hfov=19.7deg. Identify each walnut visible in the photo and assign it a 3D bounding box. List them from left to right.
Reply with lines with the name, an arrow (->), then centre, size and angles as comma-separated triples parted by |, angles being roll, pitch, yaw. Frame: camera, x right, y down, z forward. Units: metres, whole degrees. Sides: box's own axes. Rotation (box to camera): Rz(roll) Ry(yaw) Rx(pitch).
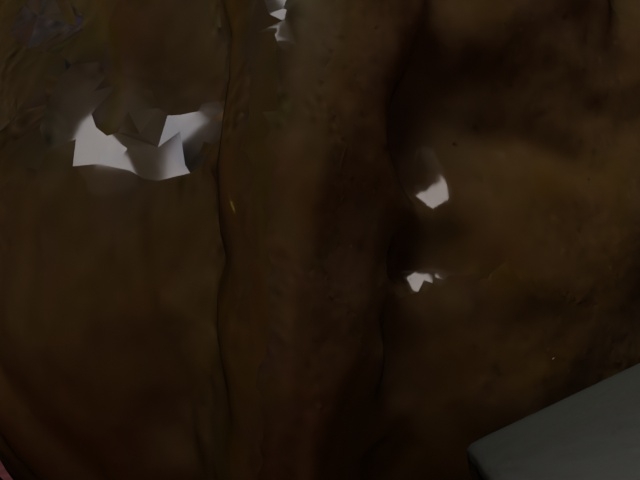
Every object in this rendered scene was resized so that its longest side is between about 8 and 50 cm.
walnut -> 0.008, -0.011, 0.841 | 0.384, 0.383, 0.383 | -12, 19, 4

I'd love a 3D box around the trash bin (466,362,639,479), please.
trash bin -> 0.204, 0.121, 0.667 | 0.250, 0.219, 0.220 | -22, 33, -3

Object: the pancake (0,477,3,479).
pancake -> -0.209, 0.102, 0.953 | 0.037, 0.253, 0.253 | -41, 26, -12
